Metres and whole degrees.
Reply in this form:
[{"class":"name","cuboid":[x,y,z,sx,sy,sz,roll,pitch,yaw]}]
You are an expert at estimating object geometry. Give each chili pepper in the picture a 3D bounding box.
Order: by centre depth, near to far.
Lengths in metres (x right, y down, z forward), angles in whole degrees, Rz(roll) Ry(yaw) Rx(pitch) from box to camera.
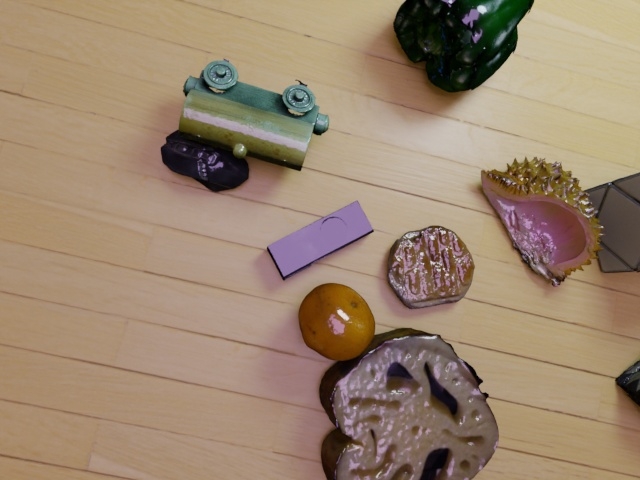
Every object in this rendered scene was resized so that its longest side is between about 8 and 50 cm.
[{"class":"chili pepper","cuboid":[0.313,-0.469,0.964,0.256,0.233,0.248,-43,94,-15]}]

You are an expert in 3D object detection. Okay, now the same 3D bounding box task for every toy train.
[{"class":"toy train","cuboid":[-0.139,-0.241,0.929,0.307,0.126,0.190,15,76,-6]}]

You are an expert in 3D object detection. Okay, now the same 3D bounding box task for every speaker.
[{"class":"speaker","cuboid":[0.000,0.000,0.962,0.218,0.044,0.082,-27,87,-9]}]

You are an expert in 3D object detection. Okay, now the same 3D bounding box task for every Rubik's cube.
[{"class":"Rubik's cube","cuboid":[0.737,-0.049,0.972,0.205,0.205,0.207,-10,86,-7]}]

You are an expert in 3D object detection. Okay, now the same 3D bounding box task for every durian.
[{"class":"durian","cuboid":[0.519,-0.084,1.010,0.195,0.185,0.305,-32,79,-32]}]

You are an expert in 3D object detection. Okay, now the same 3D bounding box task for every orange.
[{"class":"orange","cuboid":[0.028,0.164,0.896,0.159,0.159,0.136,37,123,-1]}]

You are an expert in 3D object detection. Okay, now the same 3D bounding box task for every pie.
[{"class":"pie","cuboid":[0.238,0.055,0.983,0.195,0.046,0.195,1,85,-7]}]

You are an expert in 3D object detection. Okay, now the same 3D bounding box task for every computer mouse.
[{"class":"computer mouse","cuboid":[-0.241,-0.170,0.946,0.192,0.062,0.106,23,81,-5]}]

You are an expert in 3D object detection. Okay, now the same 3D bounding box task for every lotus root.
[{"class":"lotus root","cuboid":[0.178,0.376,0.912,0.374,0.111,0.391,11,80,-7]}]

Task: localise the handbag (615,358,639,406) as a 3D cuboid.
[{"class":"handbag","cuboid":[0.894,0.393,0.968,0.316,0.180,0.416,-40,94,-1]}]
